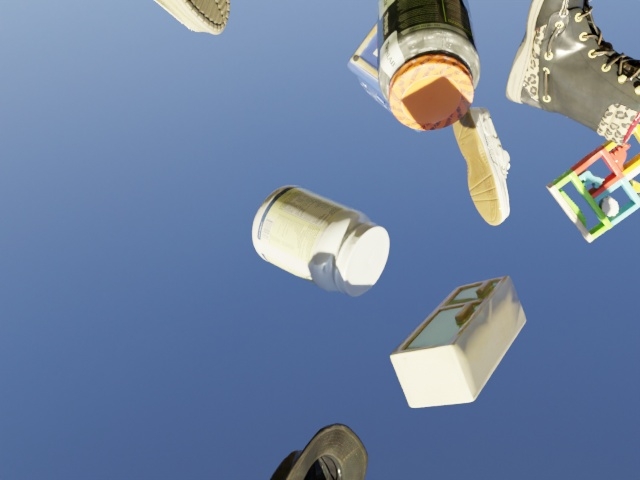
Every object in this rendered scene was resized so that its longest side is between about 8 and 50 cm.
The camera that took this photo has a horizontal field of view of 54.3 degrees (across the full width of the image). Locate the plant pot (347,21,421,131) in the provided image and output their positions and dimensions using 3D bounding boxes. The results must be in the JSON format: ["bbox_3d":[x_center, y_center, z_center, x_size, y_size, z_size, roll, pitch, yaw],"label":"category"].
[{"bbox_3d":[0.227,-0.473,1.686,0.236,0.212,0.236,-51,-120,11],"label":"plant pot"}]

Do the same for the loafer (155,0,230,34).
[{"bbox_3d":[-0.241,-0.413,0.935,0.092,0.268,0.102,8,-111,39],"label":"loafer"}]

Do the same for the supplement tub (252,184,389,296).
[{"bbox_3d":[0.000,0.000,1.710,0.325,0.235,0.235,25,-124,33],"label":"supplement tub"}]

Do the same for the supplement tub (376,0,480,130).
[{"bbox_3d":[0.222,-0.403,1.312,0.207,0.207,0.338,-7,-131,13],"label":"supplement tub"}]

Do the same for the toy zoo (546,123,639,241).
[{"bbox_3d":[0.729,-0.153,1.526,0.293,0.192,0.030,-39,-162,13],"label":"toy zoo"}]

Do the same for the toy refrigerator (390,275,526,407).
[{"bbox_3d":[0.218,0.143,0.954,0.102,0.094,0.269,-18,-173,37],"label":"toy refrigerator"}]

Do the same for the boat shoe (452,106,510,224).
[{"bbox_3d":[0.392,-0.176,1.429,0.096,0.277,0.098,-16,-178,-24],"label":"boat shoe"}]

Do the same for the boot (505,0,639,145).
[{"bbox_3d":[0.550,-0.385,1.241,0.284,0.377,0.138,38,-128,25],"label":"boot"}]

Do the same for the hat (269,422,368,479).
[{"bbox_3d":[-0.036,0.555,1.367,0.134,0.331,0.331,5,-135,40],"label":"hat"}]
